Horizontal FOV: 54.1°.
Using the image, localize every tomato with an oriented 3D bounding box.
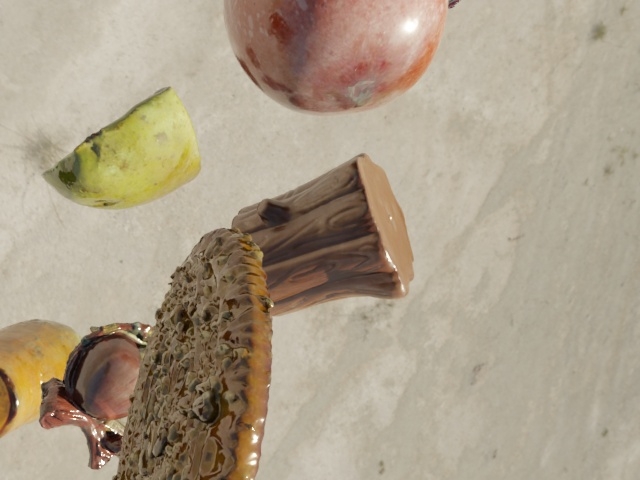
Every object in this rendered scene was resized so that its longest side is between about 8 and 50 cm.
[{"bbox_3d":[0.020,-0.263,0.740,0.271,0.226,0.270,-11,160,-4],"label":"tomato"}]

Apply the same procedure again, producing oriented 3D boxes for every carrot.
[{"bbox_3d":[-0.660,0.296,1.367,0.224,0.340,0.224,0,95,3],"label":"carrot"}]

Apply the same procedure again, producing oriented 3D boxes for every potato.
[{"bbox_3d":[-0.419,-0.150,1.355,0.280,0.330,0.212,-46,111,-31],"label":"potato"}]

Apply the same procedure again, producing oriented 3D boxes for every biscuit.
[{"bbox_3d":[-0.110,0.133,0.463,0.038,0.305,0.305,17,103,-23],"label":"biscuit"}]

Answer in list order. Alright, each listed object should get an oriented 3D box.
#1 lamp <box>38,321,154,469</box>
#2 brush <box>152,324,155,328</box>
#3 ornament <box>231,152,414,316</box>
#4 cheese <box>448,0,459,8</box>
[{"bbox_3d":[-0.347,0.245,1.058,0.223,0.151,0.215,-35,117,6],"label":"lamp"},{"bbox_3d":[-0.259,0.165,1.216,0.164,0.014,0.051,-13,122,-47],"label":"brush"},{"bbox_3d":[0.000,0.000,0.905,0.218,0.235,0.221,-20,143,18],"label":"ornament"},{"bbox_3d":[0.239,-0.454,1.081,0.038,0.145,0.095,-4,91,-41],"label":"cheese"}]
